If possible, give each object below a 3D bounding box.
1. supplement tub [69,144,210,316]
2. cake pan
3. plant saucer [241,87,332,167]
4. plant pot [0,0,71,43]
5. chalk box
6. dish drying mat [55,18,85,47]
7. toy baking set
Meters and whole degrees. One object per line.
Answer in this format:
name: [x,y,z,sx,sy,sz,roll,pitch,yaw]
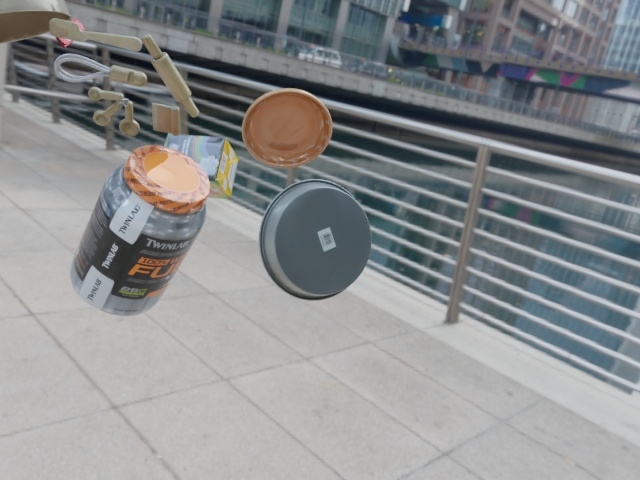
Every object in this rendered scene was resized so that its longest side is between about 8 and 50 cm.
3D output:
supplement tub: [-0.344,-0.016,1.108,0.194,0.316,0.193,24,36,-19]
cake pan: [0.000,0.000,1.366,0.293,0.293,0.054,5,-1,-26]
plant saucer: [-0.075,-0.250,1.280,0.200,0.200,0.037,8,42,-18]
plant pot: [-0.638,-0.482,1.066,0.284,0.190,0.284,-13,14,3]
chalk box: [-0.350,-0.201,1.568,0.213,0.132,0.132,6,-18,11]
dish drying mat: [-0.517,-0.430,1.195,0.008,0.032,0.083,-17,35,30]
toy baking set: [-0.331,-0.267,0.977,0.197,0.256,0.030,-11,47,11]
